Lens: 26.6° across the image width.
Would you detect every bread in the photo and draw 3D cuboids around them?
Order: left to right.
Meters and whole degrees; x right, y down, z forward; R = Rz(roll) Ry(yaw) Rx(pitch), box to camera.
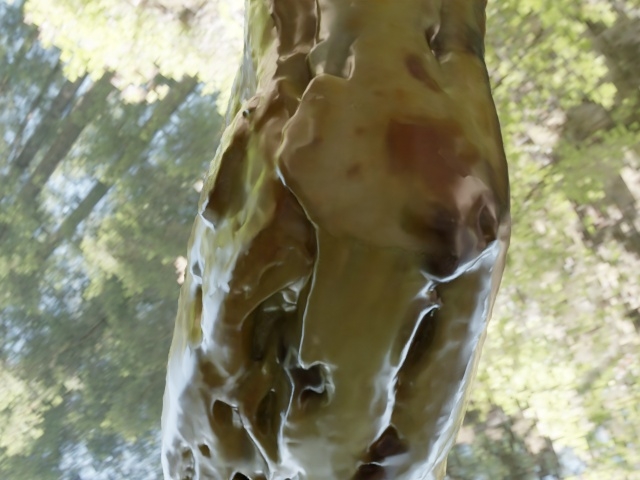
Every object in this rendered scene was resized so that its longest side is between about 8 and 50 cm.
[{"bbox_3d":[0.000,0.000,0.481,0.099,0.235,0.210,6,-135,-2],"label":"bread"}]
